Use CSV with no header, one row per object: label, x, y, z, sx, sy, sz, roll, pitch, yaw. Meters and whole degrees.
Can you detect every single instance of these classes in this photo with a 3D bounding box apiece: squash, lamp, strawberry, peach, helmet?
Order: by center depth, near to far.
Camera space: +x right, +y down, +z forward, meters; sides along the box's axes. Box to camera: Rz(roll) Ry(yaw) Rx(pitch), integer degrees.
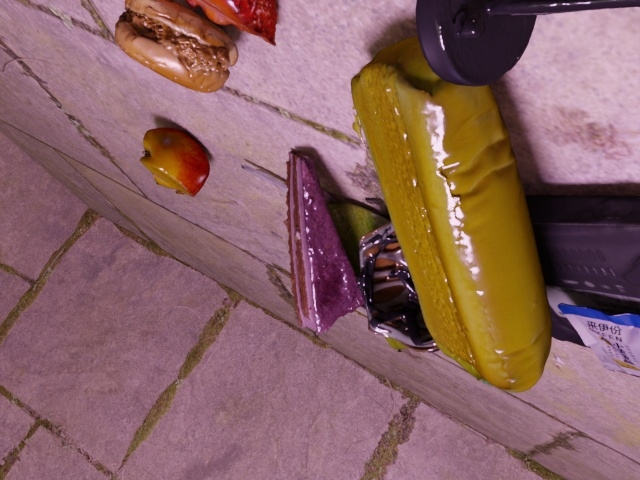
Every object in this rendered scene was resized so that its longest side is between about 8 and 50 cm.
lamp,0.243,-0.144,0.312,0.371,0.108,0.130,4,139,32
strawberry,-0.107,-0.256,0.570,0.187,0.082,0.146,26,-167,-37
helmet,0.163,0.055,0.862,0.130,0.198,0.224,-13,-175,-43
squash,0.160,0.029,1.004,0.288,0.203,0.111,67,159,-1
peach,-0.284,-0.157,1.152,0.151,0.118,0.151,161,90,-85

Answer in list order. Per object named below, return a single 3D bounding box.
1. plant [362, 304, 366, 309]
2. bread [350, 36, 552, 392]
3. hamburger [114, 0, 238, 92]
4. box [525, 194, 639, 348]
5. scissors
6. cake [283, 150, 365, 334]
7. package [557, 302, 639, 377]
plant,0.131,0.140,1.338,0.174,0.087,0.085,33,-160,-14
bread,0.146,-0.020,0.596,0.166,0.112,0.383,37,153,62
hamburger,-0.165,-0.231,0.683,0.138,0.083,0.147,22,-163,-18
box,0.327,0.049,0.670,0.289,0.073,0.290,42,162,-29
scissors,-0.054,-0.093,1.071,0.212,0.021,0.110,30,157,12
cake,0.000,0.000,0.942,0.116,0.113,0.295,-152,49,-68
package,0.366,0.123,0.634,0.173,0.027,0.171,40,162,-34
